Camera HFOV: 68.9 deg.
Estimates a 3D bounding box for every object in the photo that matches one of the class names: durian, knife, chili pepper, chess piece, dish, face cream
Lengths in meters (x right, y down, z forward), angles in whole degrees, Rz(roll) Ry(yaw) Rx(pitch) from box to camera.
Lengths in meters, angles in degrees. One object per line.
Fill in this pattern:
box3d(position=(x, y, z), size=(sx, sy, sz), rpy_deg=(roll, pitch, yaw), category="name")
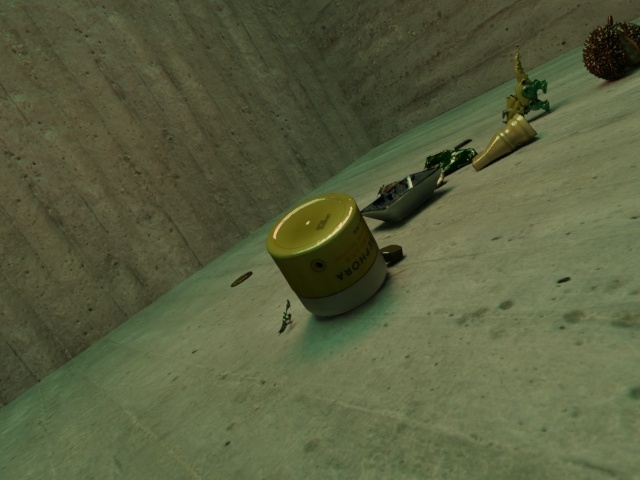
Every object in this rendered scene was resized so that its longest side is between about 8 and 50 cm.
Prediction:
box3d(position=(0.949, -0.624, 1.499), size=(0.196, 0.196, 0.167), rpy_deg=(-34, 16, -13), category="durian")
box3d(position=(0.327, -0.191, 1.697), size=(0.365, 0.043, 0.089), rpy_deg=(-4, 64, 63), category="knife")
box3d(position=(0.448, -0.268, 1.648), size=(0.216, 0.062, 0.108), rpy_deg=(-19, 50, 38), category="chili pepper")
box3d(position=(0.555, -0.294, 1.444), size=(0.200, 0.090, 0.090), rpy_deg=(-40, 7, 20), category="chess piece")
box3d(position=(0.264, -0.129, 1.471), size=(0.243, 0.080, 0.182), rpy_deg=(-37, 11, -18), category="dish")
box3d(position=(0.014, 0.028, 1.034), size=(0.218, 0.179, 0.218), rpy_deg=(-22, 31, 14), category="face cream")

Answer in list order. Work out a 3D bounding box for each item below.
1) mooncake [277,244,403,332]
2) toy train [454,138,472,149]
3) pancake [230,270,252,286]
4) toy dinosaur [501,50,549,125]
box3d(position=(0.038, 0.105, 1.118), size=(0.347, 0.057, 0.150), rpy_deg=(-29, 8, 18), category="mooncake")
box3d(position=(0.598, -0.405, 1.954), size=(0.083, 0.017, 0.017), rpy_deg=(-32, 12, -5), category="toy train")
box3d(position=(-0.344, 0.166, 2.028), size=(0.115, 0.011, 0.115), rpy_deg=(-31, 11, 6), category="pancake")
box3d(position=(0.722, -0.528, 1.632), size=(0.153, 0.259, 0.094), rpy_deg=(1, 25, 17), category="toy dinosaur")
